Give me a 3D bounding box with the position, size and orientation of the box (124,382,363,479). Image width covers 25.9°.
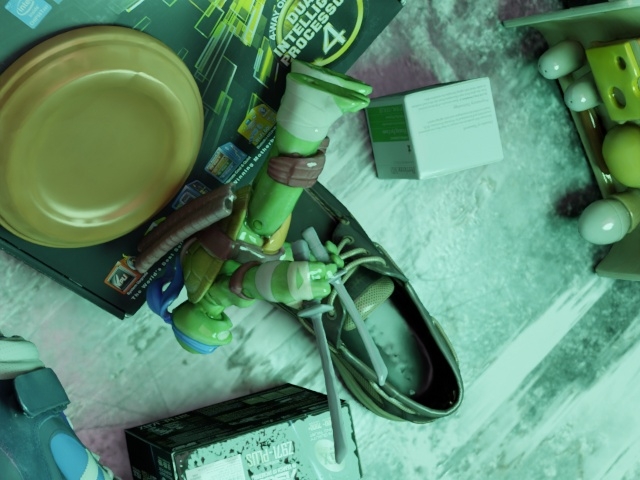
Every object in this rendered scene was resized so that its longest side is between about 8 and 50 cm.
[{"bbox_3d":[-0.074,0.201,1.314,0.180,0.147,0.078,-14,97,-24],"label":"box"}]

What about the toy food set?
[{"bbox_3d":[0.306,-0.100,1.438,0.092,0.219,0.306,-29,103,-21],"label":"toy food set"}]

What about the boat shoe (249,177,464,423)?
[{"bbox_3d":[0.027,0.041,1.364,0.355,0.130,0.132,46,74,-19],"label":"boat shoe"}]

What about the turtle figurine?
[{"bbox_3d":[0.000,0.000,1.184,0.198,0.274,0.266,-4,117,-57],"label":"turtle figurine"}]

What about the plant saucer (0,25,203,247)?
[{"bbox_3d":[-0.182,-0.075,1.124,0.200,0.037,0.200,-18,131,-22],"label":"plant saucer"}]

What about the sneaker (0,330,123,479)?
[{"bbox_3d":[-0.242,0.191,1.252,0.130,0.236,0.323,-25,149,13],"label":"sneaker"}]

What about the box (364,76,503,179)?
[{"bbox_3d":[0.114,-0.112,1.414,0.102,0.101,0.087,-16,98,-22],"label":"box"}]

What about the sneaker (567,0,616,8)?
[{"bbox_3d":[0.374,-0.209,1.540,0.162,0.106,0.281,-24,112,-27],"label":"sneaker"}]

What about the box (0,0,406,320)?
[{"bbox_3d":[-0.155,-0.157,1.175,0.395,0.097,0.318,-47,134,4],"label":"box"}]
